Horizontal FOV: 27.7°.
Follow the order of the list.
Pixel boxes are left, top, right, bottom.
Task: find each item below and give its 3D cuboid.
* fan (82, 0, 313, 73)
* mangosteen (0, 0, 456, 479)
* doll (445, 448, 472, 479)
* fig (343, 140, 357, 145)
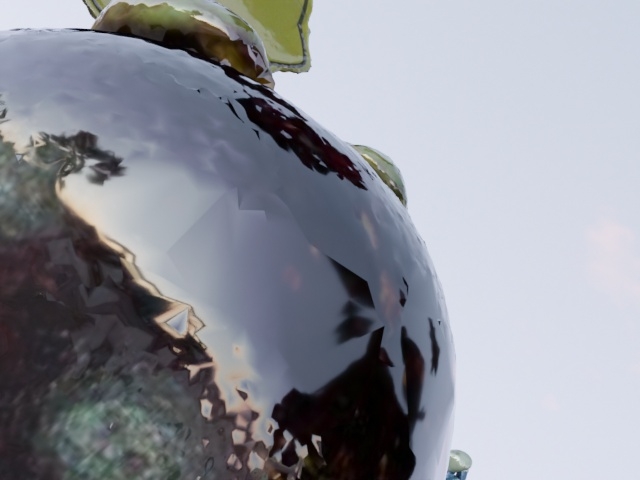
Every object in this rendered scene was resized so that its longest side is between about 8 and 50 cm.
[{"bbox_3d":[-0.128,-0.246,1.001,0.335,0.230,0.011,42,-37,-14],"label":"fan"},{"bbox_3d":[-0.078,0.039,0.501,0.288,0.288,0.288,36,-37,34],"label":"mangosteen"},{"bbox_3d":[0.106,0.201,0.956,0.083,0.076,0.050,42,-48,-9],"label":"doll"},{"bbox_3d":[0.013,-0.013,0.995,0.133,0.126,0.185,47,-5,-22],"label":"fig"}]
